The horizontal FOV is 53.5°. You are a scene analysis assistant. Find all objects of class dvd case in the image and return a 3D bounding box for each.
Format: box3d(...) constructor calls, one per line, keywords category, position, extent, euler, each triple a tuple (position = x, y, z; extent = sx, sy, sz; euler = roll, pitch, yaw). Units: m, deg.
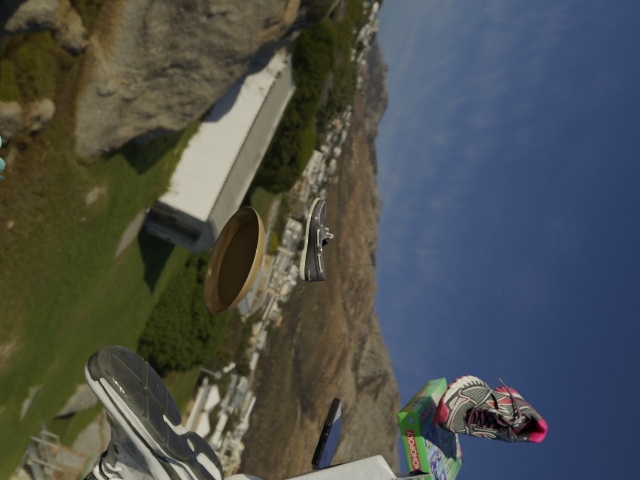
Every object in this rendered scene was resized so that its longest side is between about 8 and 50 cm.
box3d(category="dvd case", position=(0.019, 0.550, 1.701), extent=(0.253, 0.022, 0.180), euler=(87, 21, -55))

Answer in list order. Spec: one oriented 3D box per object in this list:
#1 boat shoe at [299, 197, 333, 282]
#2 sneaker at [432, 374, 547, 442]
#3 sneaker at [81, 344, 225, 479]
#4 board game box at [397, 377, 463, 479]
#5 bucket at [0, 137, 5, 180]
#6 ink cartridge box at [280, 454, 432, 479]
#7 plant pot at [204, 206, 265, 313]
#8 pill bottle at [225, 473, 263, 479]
box3d(category="boat shoe", position=(0.000, 0.000, 1.480), extent=(0.075, 0.065, 0.205), euler=(56, 42, -67))
box3d(category="sneaker", position=(0.353, 0.356, 1.308), extent=(0.112, 0.299, 0.120), euler=(36, -70, 52))
box3d(category="sneaker", position=(-0.384, 0.413, 1.216), extent=(0.258, 0.447, 0.169), euler=(-25, -149, 0))
box3d(category="board game box", position=(0.254, 0.450, 1.431), extent=(0.317, 0.046, 0.213), euler=(-2, 79, -68))
box3d(category="bucket", position=(-0.778, -0.229, 1.283), extent=(0.183, 0.281, 0.281), euler=(-19, 160, -34))
box3d(category="ink cartridge box", position=(0.050, 0.365, 0.982), extent=(0.223, 0.224, 0.045), euler=(80, -3, -71))
box3d(category="plant pot", position=(-0.178, 0.044, 1.341), extent=(0.236, 0.032, 0.236), euler=(-38, -139, 43))
box3d(category="pill bottle", position=(-0.190, 0.768, 1.523), extent=(0.224, 0.224, 0.392), euler=(-62, -163, 14))
